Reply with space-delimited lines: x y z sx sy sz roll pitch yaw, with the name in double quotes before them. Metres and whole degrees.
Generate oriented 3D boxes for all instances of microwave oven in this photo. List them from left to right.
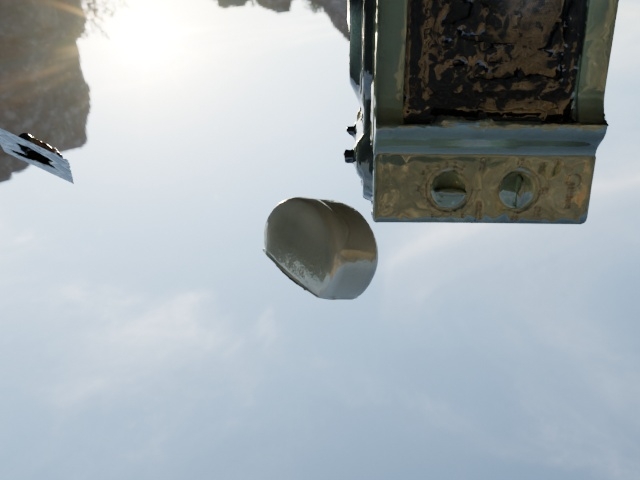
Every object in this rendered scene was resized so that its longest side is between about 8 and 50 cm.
"microwave oven" 0.131 -0.218 0.585 0.218 0.355 0.286 0 -160 1

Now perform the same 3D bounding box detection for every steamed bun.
"steamed bun" 0.000 0.000 1.221 0.146 0.164 0.241 2 -154 -42

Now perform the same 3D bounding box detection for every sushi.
"sushi" -0.426 -0.138 0.909 0.120 0.126 0.026 27 -108 -11
